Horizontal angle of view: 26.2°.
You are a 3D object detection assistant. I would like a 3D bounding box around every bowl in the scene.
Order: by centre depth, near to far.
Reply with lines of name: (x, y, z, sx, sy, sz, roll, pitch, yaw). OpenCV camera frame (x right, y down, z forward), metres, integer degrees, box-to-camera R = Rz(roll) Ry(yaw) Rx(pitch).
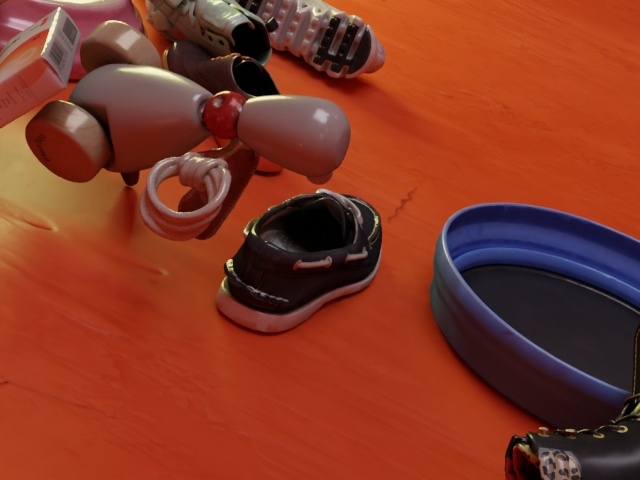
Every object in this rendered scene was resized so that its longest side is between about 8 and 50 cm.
bowl: (0.296, 0.092, 1.444, 0.391, 0.077, 0.391, 17, 26, -9)

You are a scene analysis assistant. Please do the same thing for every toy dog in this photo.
toy dog: (-0.127, -0.088, 1.336, 0.220, 0.161, 0.334, -41, 50, -18)

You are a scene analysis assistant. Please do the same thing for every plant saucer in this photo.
plant saucer: (-0.370, -0.310, 1.714, 0.332, 0.084, 0.332, 18, 26, -9)

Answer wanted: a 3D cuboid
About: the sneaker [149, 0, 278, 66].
sneaker: (-0.154, -0.315, 1.725, 0.256, 0.094, 0.151, 47, -14, -34)

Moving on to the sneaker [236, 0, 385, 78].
sneaker: (-0.033, -0.317, 1.988, 0.292, 0.110, 0.118, 34, 14, 19)

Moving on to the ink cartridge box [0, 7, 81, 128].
ink cartridge box: (-0.322, -0.147, 1.337, 0.045, 0.179, 0.145, 58, 12, -26)

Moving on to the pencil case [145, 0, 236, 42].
pencil case: (-0.202, -0.373, 1.936, 0.124, 0.113, 0.273, -7, 32, -13)

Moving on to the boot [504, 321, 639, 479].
boot: (0.249, 0.162, 1.173, 0.179, 0.085, 0.236, 9, 62, -17)

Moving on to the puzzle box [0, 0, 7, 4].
puzzle box: (-0.579, -0.327, 1.526, 0.409, 0.052, 0.272, 30, 44, 18)

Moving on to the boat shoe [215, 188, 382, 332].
boat shoe: (0.000, 0.000, 1.376, 0.114, 0.091, 0.302, 26, 26, 9)

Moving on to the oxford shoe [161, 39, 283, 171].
oxford shoe: (-0.106, -0.188, 1.658, 0.097, 0.098, 0.271, -1, 33, -38)
